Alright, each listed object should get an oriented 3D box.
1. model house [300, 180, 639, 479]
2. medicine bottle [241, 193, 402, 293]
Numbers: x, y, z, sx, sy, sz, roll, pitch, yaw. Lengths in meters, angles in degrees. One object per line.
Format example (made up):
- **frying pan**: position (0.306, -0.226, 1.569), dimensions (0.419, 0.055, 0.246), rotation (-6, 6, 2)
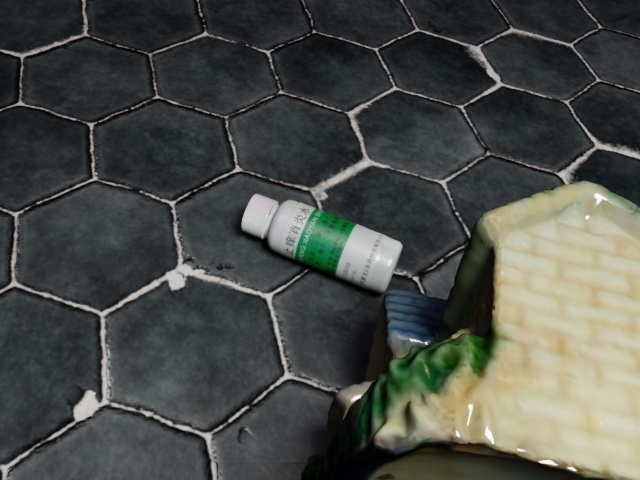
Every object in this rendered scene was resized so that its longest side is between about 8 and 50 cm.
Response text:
- **model house**: position (0.204, 0.163, 0.786), dimensions (0.395, 0.445, 0.400), rotation (13, 51, 5)
- **medicine bottle**: position (0.000, 0.000, 1.117), dimensions (0.260, 0.095, 0.095), rotation (21, 50, 10)
